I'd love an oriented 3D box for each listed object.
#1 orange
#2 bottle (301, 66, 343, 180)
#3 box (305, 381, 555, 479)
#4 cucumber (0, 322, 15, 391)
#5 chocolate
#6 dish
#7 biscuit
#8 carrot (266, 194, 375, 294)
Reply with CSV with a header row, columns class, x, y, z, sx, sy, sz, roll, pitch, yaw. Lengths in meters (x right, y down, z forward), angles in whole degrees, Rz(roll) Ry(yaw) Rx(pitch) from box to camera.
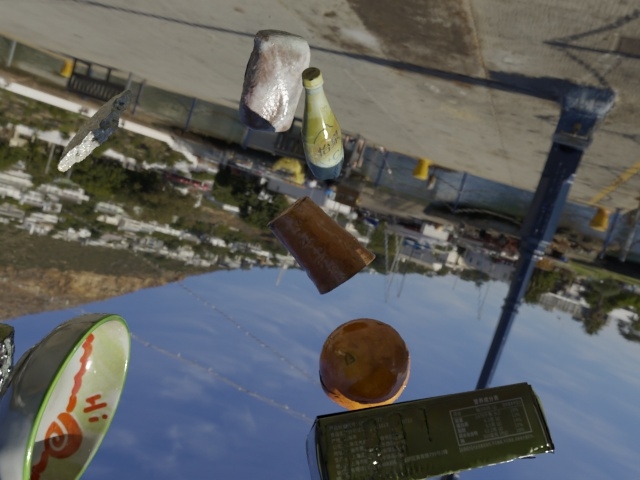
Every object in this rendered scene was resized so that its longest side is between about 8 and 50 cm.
class,x,y,z,sx,sy,sz,roll,pitch,yaw
orange,0.114,0.318,1.403,0.240,0.239,0.240,18,-176,-1
bottle,0.000,-0.230,1.100,0.083,0.083,0.269,19,150,18
box,0.188,0.411,1.109,0.421,0.138,0.373,-7,158,-7
cucumber,-0.675,0.320,1.115,0.081,0.303,0.072,3,-172,-39
chocolate,-0.127,-0.452,1.601,0.185,0.303,0.100,-1,-147,-31
dish,-0.454,0.267,0.927,0.124,0.323,0.324,15,-176,2
biscuit,-0.550,-0.273,1.339,0.188,0.265,0.040,7,148,48
carrot,0.000,0.000,1.484,0.254,0.196,0.196,52,-177,-3
